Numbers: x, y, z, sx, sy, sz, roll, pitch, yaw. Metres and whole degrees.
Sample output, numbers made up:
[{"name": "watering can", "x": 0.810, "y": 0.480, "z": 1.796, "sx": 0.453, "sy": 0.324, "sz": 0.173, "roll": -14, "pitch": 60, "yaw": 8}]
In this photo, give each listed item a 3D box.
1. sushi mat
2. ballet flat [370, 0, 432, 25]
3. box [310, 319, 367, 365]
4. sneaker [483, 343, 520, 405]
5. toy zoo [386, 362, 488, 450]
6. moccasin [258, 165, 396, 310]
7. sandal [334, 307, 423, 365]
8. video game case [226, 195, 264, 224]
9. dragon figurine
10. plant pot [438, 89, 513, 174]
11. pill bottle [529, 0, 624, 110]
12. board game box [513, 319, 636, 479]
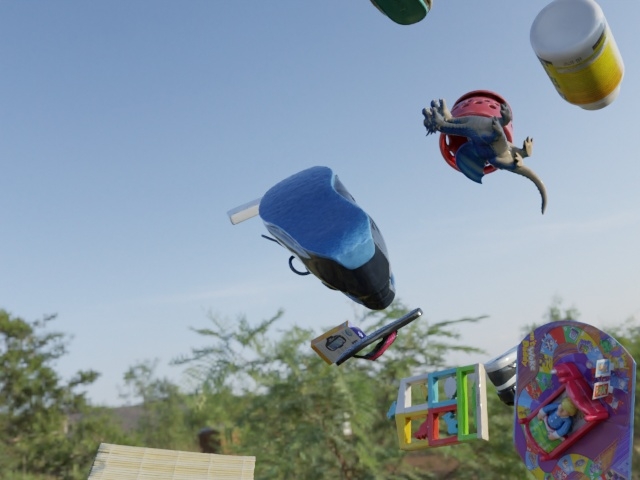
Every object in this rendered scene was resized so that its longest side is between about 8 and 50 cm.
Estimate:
[{"name": "sushi mat", "x": -0.285, "y": 0.454, "z": 1.407, "sx": 0.316, "sy": 0.019, "sz": 0.151, "roll": 7, "pitch": 26, "yaw": -7}, {"name": "ballet flat", "x": 0.046, "y": -0.311, "z": 0.750, "sx": 0.086, "sy": 0.086, "sz": 0.248, "roll": -14, "pitch": -21, "yaw": 25}, {"name": "box", "x": 0.052, "y": 0.253, "z": 1.830, "sx": 0.136, "sy": 0.028, "sz": 0.081, "roll": -32, "pitch": -62, "yaw": 20}, {"name": "sneaker", "x": 0.434, "y": 0.279, "z": 1.524, "sx": 0.216, "sy": 0.121, "sz": 0.079, "roll": -16, "pitch": -9, "yaw": -35}, {"name": "toy zoo", "x": 0.295, "y": 0.436, "z": 1.889, "sx": 0.293, "sy": 0.193, "sz": 0.030, "roll": -22, "pitch": -38, "yaw": 38}, {"name": "moccasin", "x": 0.000, "y": 0.000, "z": 0.946, "sx": 0.137, "sy": 0.117, "sz": 0.342, "roll": -31, "pitch": 24, "yaw": 2}, {"name": "sandal", "x": 0.107, "y": 0.175, "z": 1.264, "sx": 0.179, "sy": 0.040, "sz": 0.067, "roll": -28, "pitch": -2, "yaw": -13}, {"name": "video game case", "x": -0.120, "y": -0.099, "z": 1.784, "sx": 0.226, "sy": 0.026, "sz": 0.206, "roll": -24, "pitch": 9, "yaw": -7}, {"name": "dragon figurine", "x": 0.311, "y": -0.166, "z": 1.371, "sx": 0.289, "sy": 0.085, "sz": 0.144, "roll": 46, "pitch": -35, "yaw": -21}, {"name": "plant pot", "x": 0.418, "y": -0.296, "z": 1.949, "sx": 0.191, "sy": 0.174, "sz": 0.191, "roll": 8, "pitch": -51, "yaw": 10}, {"name": "pill bottle", "x": 0.438, "y": -0.305, "z": 1.231, "sx": 0.117, "sy": 0.117, "sz": 0.215, "roll": -15, "pitch": -28, "yaw": 29}, {"name": "board game box", "x": 0.223, "y": 0.159, "z": 0.683, "sx": 0.033, "sy": 0.169, "sz": 0.133, "roll": 3, "pitch": 1, "yaw": -34}]
